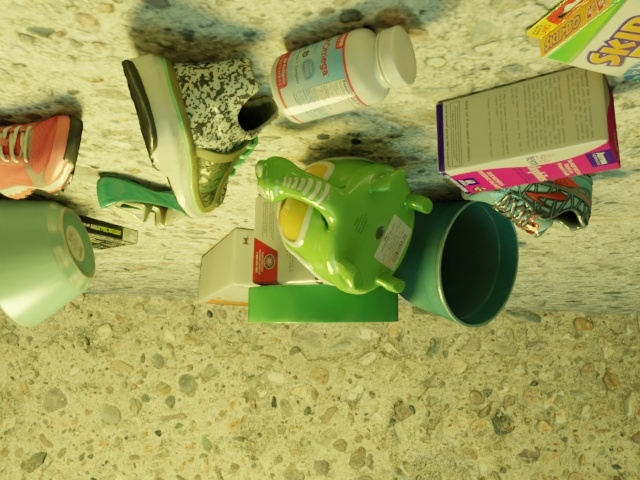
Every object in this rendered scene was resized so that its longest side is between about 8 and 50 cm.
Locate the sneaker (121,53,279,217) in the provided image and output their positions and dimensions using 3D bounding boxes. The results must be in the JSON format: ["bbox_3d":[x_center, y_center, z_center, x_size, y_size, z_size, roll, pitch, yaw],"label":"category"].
[{"bbox_3d":[-0.143,-0.144,0.851,0.181,0.158,0.410,-15,172,-5],"label":"sneaker"}]

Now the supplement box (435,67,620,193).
[{"bbox_3d":[0.285,-0.147,0.803,0.220,0.114,0.111,-10,161,34],"label":"supplement box"}]

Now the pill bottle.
[{"bbox_3d":[0.027,-0.197,0.682,0.160,0.087,0.087,-8,164,32],"label":"pill bottle"}]

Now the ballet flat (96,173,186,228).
[{"bbox_3d":[-0.365,-0.071,1.246,0.247,0.087,0.083,14,161,-42],"label":"ballet flat"}]

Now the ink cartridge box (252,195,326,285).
[{"bbox_3d":[0.000,0.000,1.260,0.272,0.197,0.114,-3,168,20],"label":"ink cartridge box"}]

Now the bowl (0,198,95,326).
[{"bbox_3d":[-0.642,0.029,1.353,0.163,0.312,0.311,-17,167,-3],"label":"bowl"}]

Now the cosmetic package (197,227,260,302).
[{"bbox_3d":[-0.217,0.100,1.779,0.229,0.162,0.453,7,165,-22],"label":"cosmetic package"}]

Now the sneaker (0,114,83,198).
[{"bbox_3d":[-0.501,-0.136,0.939,0.313,0.116,0.136,-10,161,40],"label":"sneaker"}]

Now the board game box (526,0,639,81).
[{"bbox_3d":[0.373,-0.225,0.643,0.259,0.039,0.124,9,164,-17],"label":"board game box"}]

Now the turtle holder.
[{"bbox_3d":[0.023,-0.031,1.031,0.227,0.244,0.320,22,-157,37],"label":"turtle holder"}]

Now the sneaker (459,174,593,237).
[{"bbox_3d":[0.388,-0.070,1.073,0.261,0.125,0.104,3,166,-6],"label":"sneaker"}]

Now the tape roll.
[{"bbox_3d":[0.006,0.138,1.239,0.321,0.077,0.321,0,172,0],"label":"tape roll"}]

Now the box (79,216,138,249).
[{"bbox_3d":[-0.639,-0.017,1.602,0.184,0.045,0.190,-5,166,35],"label":"box"}]

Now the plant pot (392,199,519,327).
[{"bbox_3d":[0.254,0.037,1.293,0.271,0.272,0.255,13,176,-39],"label":"plant pot"}]
